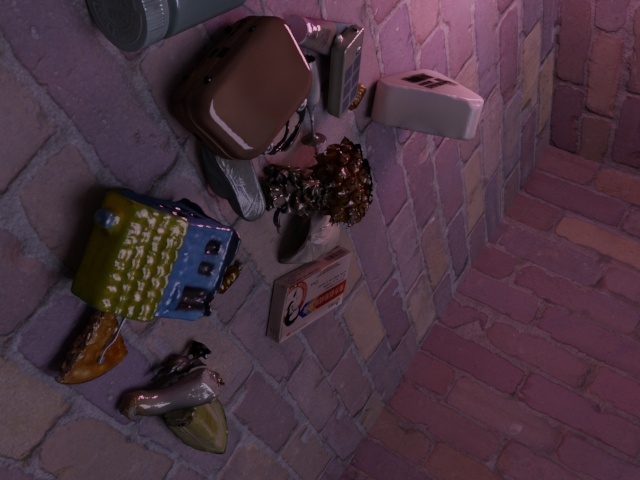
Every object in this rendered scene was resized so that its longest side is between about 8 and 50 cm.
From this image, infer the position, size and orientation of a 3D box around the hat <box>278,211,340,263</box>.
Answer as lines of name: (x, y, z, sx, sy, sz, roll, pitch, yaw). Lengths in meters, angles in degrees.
hat: (0.000, 0.000, 2.100, 0.226, 0.164, 0.219, 18, 99, -41)

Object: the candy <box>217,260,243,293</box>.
candy: (-0.258, 0.108, 1.838, 0.182, 0.047, 0.053, -38, 145, -43)

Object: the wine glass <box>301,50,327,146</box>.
wine glass: (-0.028, -0.368, 1.816, 0.074, 0.074, 0.262, -45, 146, -33)

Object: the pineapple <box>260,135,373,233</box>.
pineapple: (-0.036, -0.142, 1.873, 0.272, 0.262, 0.262, -11, 125, -30)

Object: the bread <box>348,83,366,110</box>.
bread: (0.108, -0.421, 2.037, 0.088, 0.034, 0.049, -56, 158, -15)

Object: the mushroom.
mushroom: (-0.377, 0.397, 1.776, 0.278, 0.099, 0.096, -11, 160, -29)

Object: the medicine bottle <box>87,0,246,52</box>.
medicine bottle: (-0.248, -0.468, 1.252, 0.318, 0.158, 0.158, -39, 143, -38)

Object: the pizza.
pizza: (-0.491, 0.218, 1.521, 0.201, 0.053, 0.193, -1, 113, -66)

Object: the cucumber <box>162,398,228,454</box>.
cucumber: (-0.348, 0.514, 1.974, 0.325, 0.105, 0.145, 70, 25, -54)

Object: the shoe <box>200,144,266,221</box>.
shoe: (-0.217, -0.156, 1.638, 0.103, 0.100, 0.251, -43, 123, -31)

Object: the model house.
model house: (-0.361, 0.025, 1.431, 0.303, 0.216, 0.237, 13, 102, -57)

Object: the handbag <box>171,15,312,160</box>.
handbag: (-0.146, -0.305, 1.511, 0.283, 0.149, 0.301, 50, 64, -37)

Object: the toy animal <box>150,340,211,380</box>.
toy animal: (-0.365, 0.327, 1.820, 0.202, 0.070, 0.105, -22, 145, -54)

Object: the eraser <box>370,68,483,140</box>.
eraser: (0.334, -0.449, 2.219, 0.331, 0.331, 0.149, -24, 131, -51)

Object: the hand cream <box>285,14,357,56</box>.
hand cream: (0.014, -0.514, 1.766, 0.312, 0.070, 0.111, -17, 130, -59)

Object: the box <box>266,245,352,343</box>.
box: (-0.033, 0.171, 2.264, 0.353, 0.069, 0.214, -25, 134, -48)

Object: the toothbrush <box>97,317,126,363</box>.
toothbrush: (-0.451, 0.210, 1.514, 0.013, 0.011, 0.131, 37, 79, -55)

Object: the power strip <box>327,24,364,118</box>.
power strip: (0.067, -0.455, 1.871, 0.118, 0.046, 0.270, -53, 161, -32)
